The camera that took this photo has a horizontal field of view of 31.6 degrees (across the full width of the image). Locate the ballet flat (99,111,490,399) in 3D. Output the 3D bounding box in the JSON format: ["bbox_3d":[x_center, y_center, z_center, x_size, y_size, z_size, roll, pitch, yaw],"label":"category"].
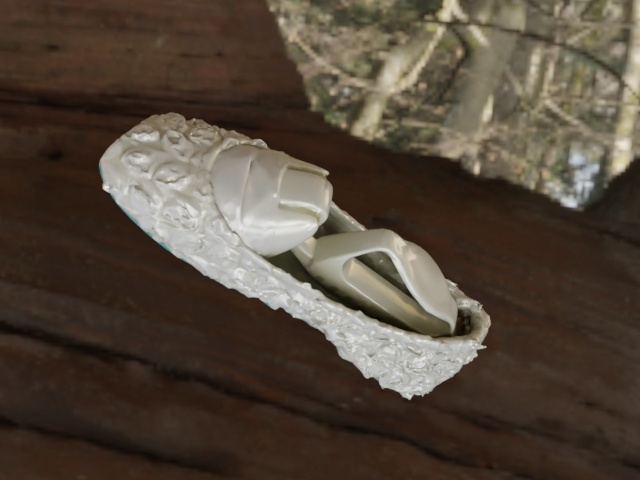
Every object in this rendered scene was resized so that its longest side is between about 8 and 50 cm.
[{"bbox_3d":[0.000,0.000,1.025,0.409,0.147,0.147,35,171,-26],"label":"ballet flat"}]
